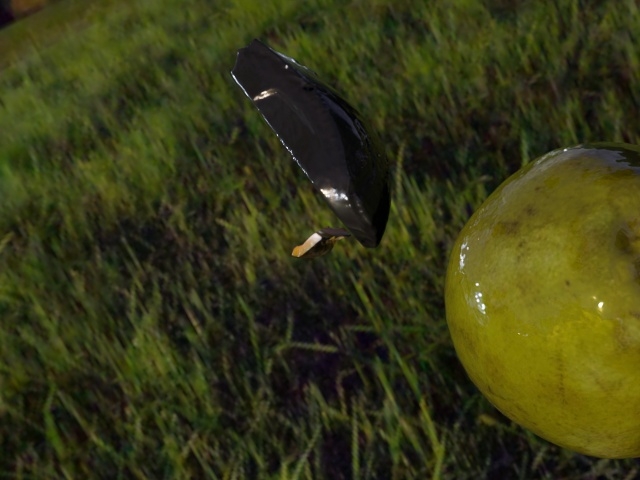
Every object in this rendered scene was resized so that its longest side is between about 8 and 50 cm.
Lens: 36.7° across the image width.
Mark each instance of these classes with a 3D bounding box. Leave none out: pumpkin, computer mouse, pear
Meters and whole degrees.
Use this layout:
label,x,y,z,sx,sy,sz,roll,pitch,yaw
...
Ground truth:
label,x,y,z,sx,sy,sz,roll,pitch,yaw
pumpkin,-0.002,0.000,1.580,0.073,0.035,0.101,-14,-14,-41
computer mouse,0.004,-0.092,0.843,0.073,0.217,0.122,-38,-26,1
pear,0.304,0.068,1.098,0.352,0.352,0.413,-28,-15,-6
